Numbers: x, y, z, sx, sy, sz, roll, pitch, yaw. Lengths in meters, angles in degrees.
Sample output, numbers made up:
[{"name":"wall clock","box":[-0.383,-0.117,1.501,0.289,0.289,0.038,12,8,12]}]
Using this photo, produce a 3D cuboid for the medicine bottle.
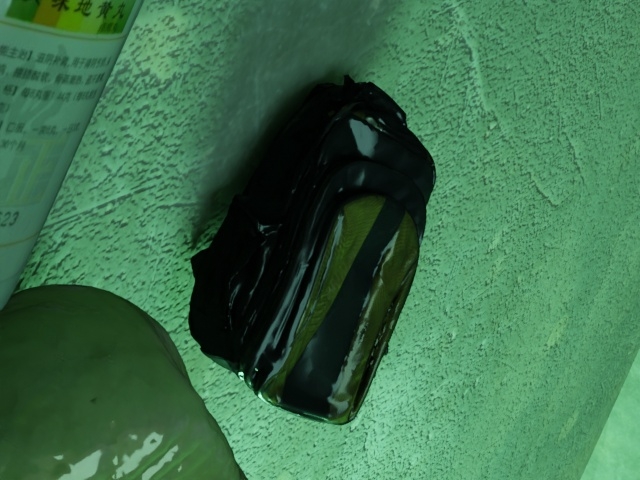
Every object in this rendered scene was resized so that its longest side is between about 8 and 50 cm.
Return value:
[{"name":"medicine bottle","box":[-0.170,-0.117,0.794,0.179,0.124,0.324,-1,122,-60]}]

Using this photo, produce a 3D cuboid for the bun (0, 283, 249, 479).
[{"name":"bun","box":[-0.200,0.195,1.012,0.361,0.213,0.361,-24,129,-33]}]

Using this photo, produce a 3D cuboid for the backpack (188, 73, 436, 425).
[{"name":"backpack","box":[0.000,0.000,1.259,0.206,0.133,0.258,26,90,-57]}]
